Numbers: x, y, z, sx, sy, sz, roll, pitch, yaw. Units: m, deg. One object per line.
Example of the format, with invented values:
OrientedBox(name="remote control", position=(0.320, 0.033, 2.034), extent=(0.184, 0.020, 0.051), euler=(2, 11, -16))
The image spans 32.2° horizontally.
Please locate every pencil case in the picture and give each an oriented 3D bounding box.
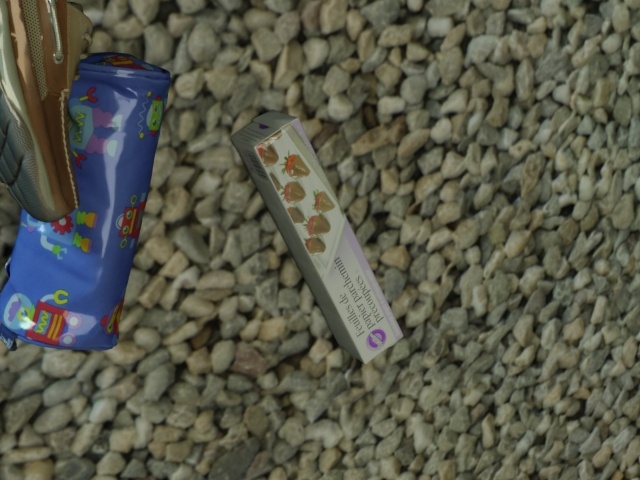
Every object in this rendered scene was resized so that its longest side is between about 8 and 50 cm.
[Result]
OrientedBox(name="pencil case", position=(-0.238, -0.039, 1.103), extent=(0.119, 0.133, 0.306), euler=(-20, 125, -71))

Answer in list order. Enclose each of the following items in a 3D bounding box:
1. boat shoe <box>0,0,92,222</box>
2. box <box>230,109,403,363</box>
OrientedBox(name="boat shoe", position=(-0.251, -0.172, 0.959), extent=(0.116, 0.123, 0.324), euler=(-24, 119, -30))
OrientedBox(name="box", position=(0.000, 0.000, 1.285), extent=(0.063, 0.067, 0.324), euler=(-36, 119, -16))
